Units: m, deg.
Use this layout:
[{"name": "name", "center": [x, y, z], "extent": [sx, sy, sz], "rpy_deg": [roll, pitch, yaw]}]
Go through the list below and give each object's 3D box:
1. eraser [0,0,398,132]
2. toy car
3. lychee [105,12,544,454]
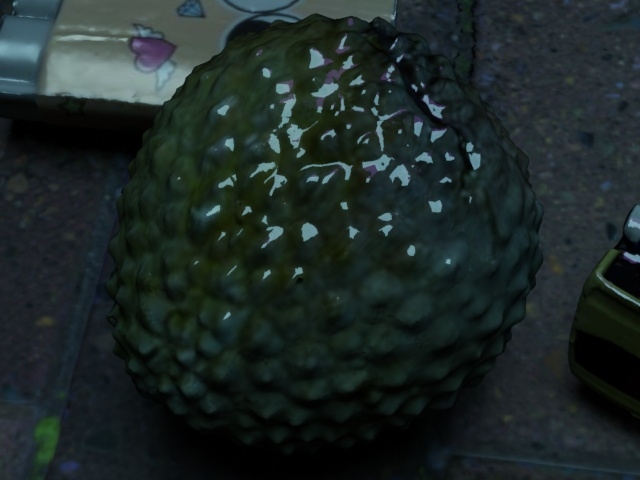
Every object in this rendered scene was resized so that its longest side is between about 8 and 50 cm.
[{"name": "eraser", "center": [-0.090, -0.144, 0.990], "extent": [0.291, 0.087, 0.171], "rpy_deg": [5, 52, 2]}, {"name": "toy car", "center": [0.262, 0.004, 0.871], "extent": [0.101, 0.124, 0.257], "rpy_deg": [31, 49, 19]}, {"name": "lychee", "center": [0.000, 0.000, 0.781], "extent": [0.255, 0.255, 0.274], "rpy_deg": [39, 66, 24]}]
